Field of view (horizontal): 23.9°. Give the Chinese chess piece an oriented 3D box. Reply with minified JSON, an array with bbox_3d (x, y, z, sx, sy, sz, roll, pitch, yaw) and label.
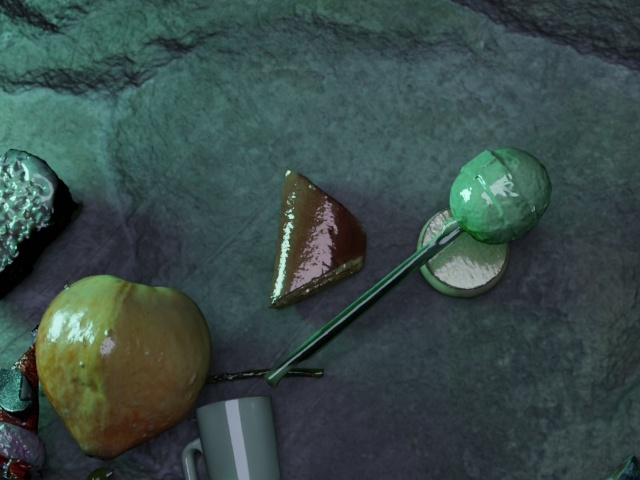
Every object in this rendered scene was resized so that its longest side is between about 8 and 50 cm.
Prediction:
[{"bbox_3d":[0.186,0.015,1.970,0.122,0.051,0.122,-1,74,2],"label":"Chinese chess piece"}]

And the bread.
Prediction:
[{"bbox_3d":[0.000,0.000,1.971,0.119,0.067,0.192,4,76,3],"label":"bread"}]

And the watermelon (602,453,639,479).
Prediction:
[{"bbox_3d":[0.373,0.305,1.890,0.061,0.085,0.085,-12,73,35],"label":"watermelon"}]

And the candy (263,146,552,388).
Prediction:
[{"bbox_3d":[0.103,0.038,1.897,0.440,0.119,0.119,-38,78,-1],"label":"candy"}]

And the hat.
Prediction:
[{"bbox_3d":[-0.381,0.202,1.916,0.128,0.140,0.227,29,63,-20],"label":"hat"}]

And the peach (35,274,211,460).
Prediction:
[{"bbox_3d":[-0.247,0.160,1.872,0.232,0.232,0.233,0,76,2],"label":"peach"}]

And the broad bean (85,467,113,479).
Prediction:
[{"bbox_3d":[-0.312,0.427,1.889,0.060,0.043,0.298,16,78,16],"label":"broad bean"}]

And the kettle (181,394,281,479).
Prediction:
[{"bbox_3d":[-0.111,0.276,1.893,0.126,0.098,0.148,-9,79,-6],"label":"kettle"}]

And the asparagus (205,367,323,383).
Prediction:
[{"bbox_3d":[-0.077,0.174,1.957,0.162,0.016,0.016,-4,95,0],"label":"asparagus"}]

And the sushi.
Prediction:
[{"bbox_3d":[-0.424,-0.015,1.967,0.147,0.115,0.212,32,78,6],"label":"sushi"}]
